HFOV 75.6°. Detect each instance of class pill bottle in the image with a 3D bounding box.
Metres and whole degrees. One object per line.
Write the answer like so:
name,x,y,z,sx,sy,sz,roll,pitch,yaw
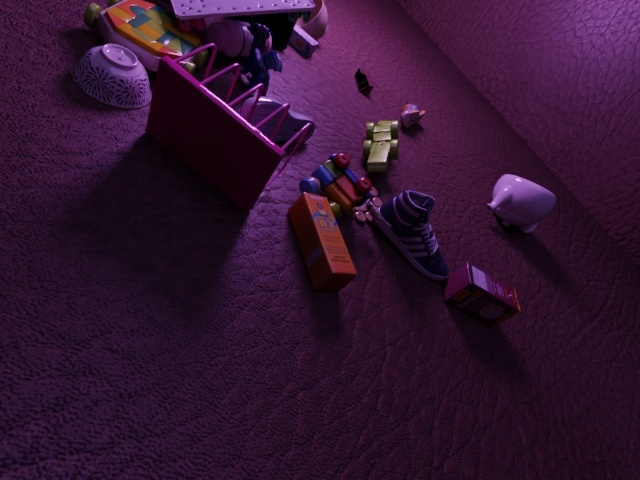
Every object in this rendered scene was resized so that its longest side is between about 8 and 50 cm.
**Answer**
pill bottle,-0.258,-0.637,1.308,0.193,0.108,0.108,-23,71,-48

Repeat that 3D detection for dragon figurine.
dragon figurine,-0.172,-0.519,1.233,0.085,0.144,0.289,-4,65,-38

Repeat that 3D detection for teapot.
teapot,0.803,-0.138,1.673,0.256,0.187,0.252,28,10,9

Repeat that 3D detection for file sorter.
file sorter,-0.196,-0.255,0.913,0.290,0.202,0.182,39,48,-4

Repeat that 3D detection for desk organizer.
desk organizer,0.185,-0.681,1.761,0.050,0.047,0.130,16,46,-25

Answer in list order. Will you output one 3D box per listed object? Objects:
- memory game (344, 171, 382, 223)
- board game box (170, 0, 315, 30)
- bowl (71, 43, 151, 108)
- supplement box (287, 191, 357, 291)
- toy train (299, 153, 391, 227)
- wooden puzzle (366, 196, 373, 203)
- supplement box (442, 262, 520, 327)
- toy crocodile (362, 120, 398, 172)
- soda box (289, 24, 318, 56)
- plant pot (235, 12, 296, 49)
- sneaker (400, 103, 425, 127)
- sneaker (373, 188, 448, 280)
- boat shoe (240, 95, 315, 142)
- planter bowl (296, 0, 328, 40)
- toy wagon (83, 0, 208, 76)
memory game,0.108,-0.129,1.200,0.186,0.012,0.186,19,51,-25
board game box,-0.261,-0.760,1.240,0.389,0.050,0.390,-13,57,-17
bowl,-0.461,-0.387,0.934,0.170,0.080,0.170,23,43,-23
supplement box,0.000,0.000,0.959,0.078,0.080,0.233,7,47,-38
toy train,0.067,-0.097,1.079,0.143,0.105,0.248,-38,85,-32
wooden puzzle,0.112,-0.144,1.235,0.116,0.014,0.079,23,47,-21
supplement box,0.452,0.156,1.165,0.188,0.104,0.081,28,41,-16
toy crocodile,0.214,-0.327,1.425,0.115,0.105,0.341,-1,41,14
soda box,-0.101,-0.816,1.641,0.183,0.058,0.063,40,39,-1
plant pot,-0.205,-0.830,1.487,0.187,0.188,0.167,-9,49,-43
sneaker,0.382,-0.545,1.778,0.083,0.084,0.215,44,30,8
sneaker,0.290,-0.018,1.145,0.282,0.153,0.099,45,39,-4
boat shoe,-0.128,-0.334,1.139,0.094,0.109,0.302,38,19,22
planter bowl,-0.034,-0.917,1.732,0.109,0.162,0.162,38,29,-51
toy wagon,-0.437,-0.558,1.106,0.267,0.068,0.344,28,38,-17
